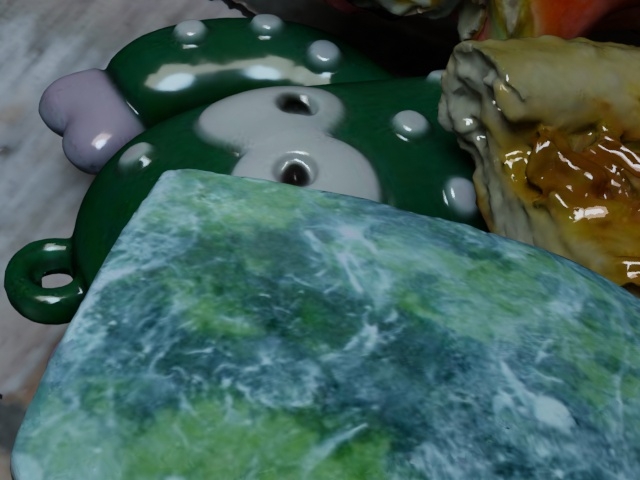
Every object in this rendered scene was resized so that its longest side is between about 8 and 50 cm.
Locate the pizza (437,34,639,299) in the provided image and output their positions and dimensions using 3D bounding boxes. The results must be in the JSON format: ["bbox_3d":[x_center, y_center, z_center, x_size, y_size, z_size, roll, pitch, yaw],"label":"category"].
[{"bbox_3d":[0.200,0.032,0.585,0.365,0.074,0.182,31,43,4],"label":"pizza"}]

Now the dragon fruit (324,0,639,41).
[{"bbox_3d":[0.095,-0.197,0.701,0.305,0.226,0.305,12,24,-5],"label":"dragon fruit"}]

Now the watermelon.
[{"bbox_3d":[0.020,0.172,0.479,0.228,0.258,0.387,-4,70,-28],"label":"watermelon"}]

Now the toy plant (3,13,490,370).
[{"bbox_3d":[-0.003,-0.003,0.658,0.243,0.113,0.233,5,44,3],"label":"toy plant"}]
